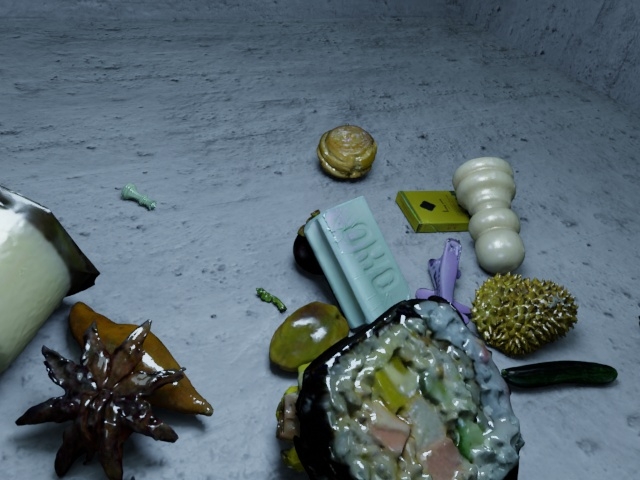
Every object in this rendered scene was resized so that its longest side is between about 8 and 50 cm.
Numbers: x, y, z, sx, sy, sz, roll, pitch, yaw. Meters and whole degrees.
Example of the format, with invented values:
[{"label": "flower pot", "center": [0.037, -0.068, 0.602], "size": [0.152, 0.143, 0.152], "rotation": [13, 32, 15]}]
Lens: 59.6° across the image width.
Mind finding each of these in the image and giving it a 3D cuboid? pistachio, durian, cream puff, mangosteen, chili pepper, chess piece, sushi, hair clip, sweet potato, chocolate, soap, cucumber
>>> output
[{"label": "pistachio", "center": [-0.013, 0.186, 1.083], "size": [0.189, 0.100, 0.110], "rotation": [-21, 45, -37]}, {"label": "durian", "center": [0.450, 0.149, 1.223], "size": [0.249, 0.138, 0.183], "rotation": [-16, 84, -23]}, {"label": "cream puff", "center": [0.076, -0.256, 1.652], "size": [0.189, 0.129, 0.189], "rotation": [5, 47, -5]}, {"label": "mangosteen", "center": [0.000, 0.000, 1.284], "size": [0.137, 0.151, 0.137], "rotation": [-5, 25, 2]}, {"label": "chili pepper", "center": [-0.105, 0.125, 1.201], "size": [0.083, 0.022, 0.027], "rotation": [33, 41, 19]}, {"label": "chess piece", "center": [-0.446, -0.106, 1.392], "size": [0.093, 0.042, 0.042], "rotation": [28, 40, 12]}, {"label": "sushi", "center": [0.106, 0.291, 0.863], "size": [0.328, 0.285, 0.329], "rotation": [-32, 77, -36]}, {"label": "hair clip", "center": [0.288, 0.119, 1.274], "size": [0.137, 0.090, 0.278], "rotation": [24, 45, -5]}, {"label": "chess piece", "center": [0.445, -0.056, 1.444], "size": [0.167, 0.167, 0.300], "rotation": [4, 56, -10]}, {"label": "sweet potato", "center": [-0.330, 0.203, 0.972], "size": [0.359, 0.112, 0.112], "rotation": [29, 41, 17]}, {"label": "chocolate", "center": [-0.597, 0.091, 0.914], "size": [0.314, 0.326, 0.297], "rotation": [6, 57, 12]}, {"label": "soap", "center": [0.081, 0.047, 1.194], "size": [0.150, 0.094, 0.261], "rotation": [-25, 87, -36]}, {"label": "cucumber", "center": [0.490, 0.274, 1.150], "size": [0.284, 0.056, 0.056], "rotation": [3, 38, -16]}]

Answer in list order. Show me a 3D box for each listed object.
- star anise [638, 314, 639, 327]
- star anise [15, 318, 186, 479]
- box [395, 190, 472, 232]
[{"label": "star anise", "center": [0.848, 0.230, 1.273], "size": [0.234, 0.073, 0.177], "rotation": [16, 26, 33]}, {"label": "star anise", "center": [-0.341, 0.237, 0.852], "size": [0.272, 0.102, 0.272], "rotation": [1, 71, -2]}, {"label": "box", "center": [0.369, -0.086, 1.583], "size": [0.279, 0.041, 0.153], "rotation": [-2, 41, -18]}]
